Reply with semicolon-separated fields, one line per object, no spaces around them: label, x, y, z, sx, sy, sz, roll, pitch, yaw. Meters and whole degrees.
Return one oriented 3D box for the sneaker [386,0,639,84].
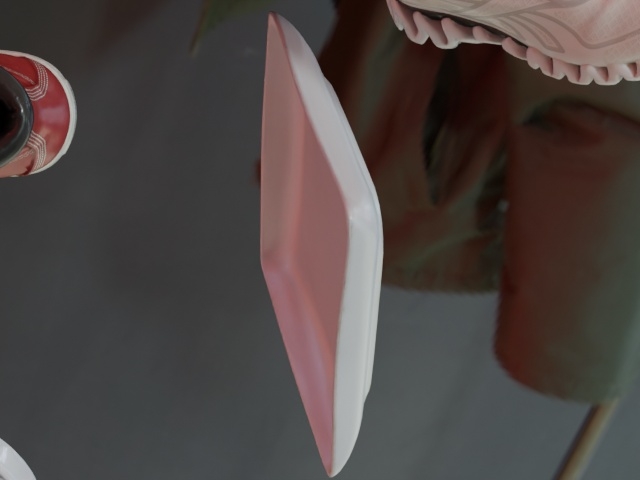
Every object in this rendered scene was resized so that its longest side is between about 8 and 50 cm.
sneaker;0.140;-0.182;1.033;0.292;0.110;0.118;13;-21;40

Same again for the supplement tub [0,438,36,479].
supplement tub;-0.384;0.326;1.294;0.241;0.241;0.331;20;44;-5

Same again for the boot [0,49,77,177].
boot;-0.246;-0.059;0.708;0.244;0.088;0.176;-2;6;0

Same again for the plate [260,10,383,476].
plate;0.000;0.000;1.230;0.045;0.278;0.277;-7;41;-12
